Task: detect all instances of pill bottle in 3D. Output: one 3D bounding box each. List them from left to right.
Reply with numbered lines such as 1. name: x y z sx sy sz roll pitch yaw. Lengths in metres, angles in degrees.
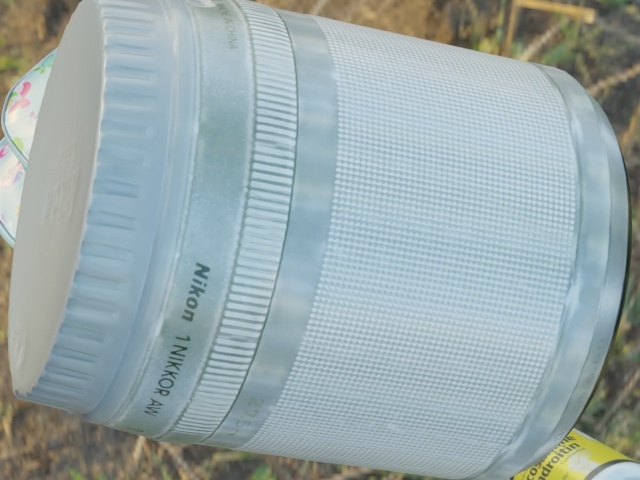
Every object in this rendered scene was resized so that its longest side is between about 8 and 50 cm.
1. pill bottle: 0.224 0.226 1.652 0.103 0.103 0.184 -30 26 -20

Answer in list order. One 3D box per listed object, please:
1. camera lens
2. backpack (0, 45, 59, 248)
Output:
1. camera lens: 0.000 0.000 0.895 0.274 0.219 0.219 10 52 -18
2. backpack: -0.190 -0.072 1.664 0.253 0.191 0.225 -41 50 1
